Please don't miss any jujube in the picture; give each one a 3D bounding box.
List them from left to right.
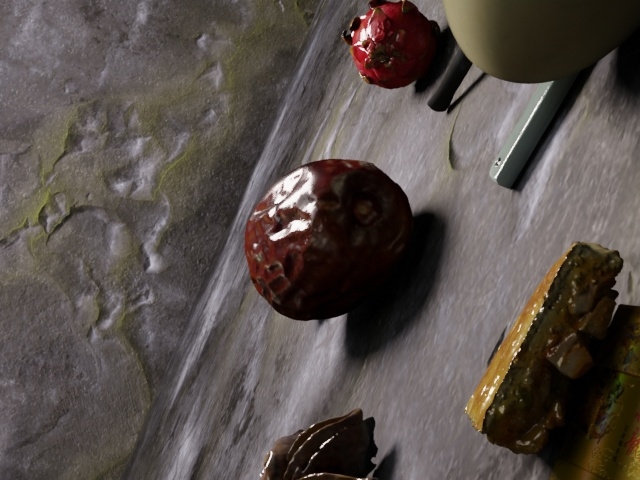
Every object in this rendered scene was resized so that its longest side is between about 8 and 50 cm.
[{"bbox_3d":[0.000,0.000,1.002,0.243,0.183,0.183,-39,29,65],"label":"jujube"}]

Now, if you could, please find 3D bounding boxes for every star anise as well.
[{"bbox_3d":[-0.012,0.261,0.782,0.229,0.093,0.236,-92,25,-52],"label":"star anise"}]

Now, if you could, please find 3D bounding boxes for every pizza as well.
[{"bbox_3d":[0.134,0.084,0.528,0.134,0.046,0.175,-56,-10,-39],"label":"pizza"}]

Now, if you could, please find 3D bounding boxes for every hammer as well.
[{"bbox_3d":[0.169,-0.226,0.949,0.246,0.103,0.029,120,162,-57],"label":"hammer"}]

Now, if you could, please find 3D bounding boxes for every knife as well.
[{"bbox_3d":[0.199,-0.123,0.758,0.162,0.023,0.044,-62,15,15],"label":"knife"}]

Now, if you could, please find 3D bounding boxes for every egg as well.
[{"bbox_3d":[0.188,-0.237,0.648,0.186,0.186,0.241,-98,26,-67],"label":"egg"}]

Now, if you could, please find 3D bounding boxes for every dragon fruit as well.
[{"bbox_3d":[0.108,-0.282,1.214,0.133,0.136,0.166,-33,-10,8],"label":"dragon fruit"}]

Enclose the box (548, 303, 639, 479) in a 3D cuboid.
[{"bbox_3d":[0.166,0.111,0.461,0.156,0.022,0.089,-66,13,-4],"label":"box"}]
